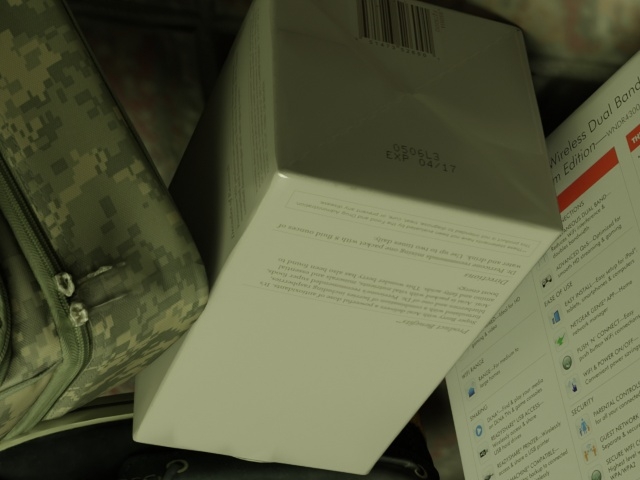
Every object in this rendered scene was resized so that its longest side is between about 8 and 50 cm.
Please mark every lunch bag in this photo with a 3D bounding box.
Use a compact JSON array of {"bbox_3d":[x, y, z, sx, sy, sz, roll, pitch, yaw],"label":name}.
[{"bbox_3d":[-0.248,-0.010,0.785,0.305,0.256,0.212,62,149,6],"label":"lunch bag"}]

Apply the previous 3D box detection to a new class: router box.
[{"bbox_3d":[0.203,0.056,0.776,0.082,0.301,0.335,11,144,-28],"label":"router box"}]

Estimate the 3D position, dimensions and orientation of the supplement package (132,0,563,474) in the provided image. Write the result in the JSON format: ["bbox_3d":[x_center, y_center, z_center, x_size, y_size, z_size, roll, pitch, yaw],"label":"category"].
[{"bbox_3d":[0.000,0.000,0.884,0.178,0.175,0.293,11,139,-19],"label":"supplement package"}]

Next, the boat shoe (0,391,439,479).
[{"bbox_3d":[-0.129,0.216,0.976,0.156,0.500,0.186,55,148,41],"label":"boat shoe"}]
